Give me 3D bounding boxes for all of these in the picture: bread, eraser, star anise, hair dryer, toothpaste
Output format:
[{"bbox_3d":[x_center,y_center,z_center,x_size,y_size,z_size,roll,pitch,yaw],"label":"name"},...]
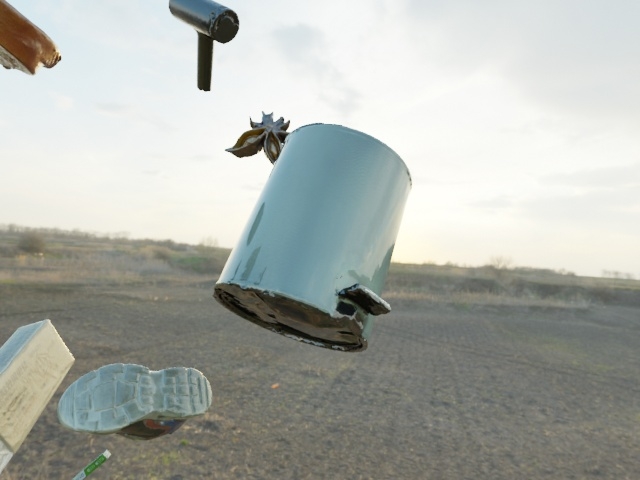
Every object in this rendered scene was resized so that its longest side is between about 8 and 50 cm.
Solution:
[{"bbox_3d":[-0.876,-0.565,1.029,0.328,0.114,0.295,24,-10,11],"label":"bread"},{"bbox_3d":[-0.659,0.327,0.860,0.078,0.143,0.343,-15,25,0],"label":"eraser"},{"bbox_3d":[-0.119,-0.216,0.927,0.149,0.218,0.227,-18,-13,4],"label":"star anise"},{"bbox_3d":[-0.324,-0.530,1.110,0.197,0.251,0.089,36,45,21],"label":"hair dryer"},{"bbox_3d":[-0.492,0.487,0.872,0.083,0.017,0.020,-40,2,-1],"label":"toothpaste"}]

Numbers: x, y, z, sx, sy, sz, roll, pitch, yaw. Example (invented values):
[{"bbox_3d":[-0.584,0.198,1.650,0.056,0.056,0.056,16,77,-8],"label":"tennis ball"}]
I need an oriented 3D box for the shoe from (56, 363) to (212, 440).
[{"bbox_3d":[-0.297,0.267,0.649,0.228,0.099,0.125,14,-46,-40],"label":"shoe"}]

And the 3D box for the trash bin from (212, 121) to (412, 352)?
[{"bbox_3d":[0.000,0.000,0.592,0.278,0.262,0.217,-7,-36,46],"label":"trash bin"}]
